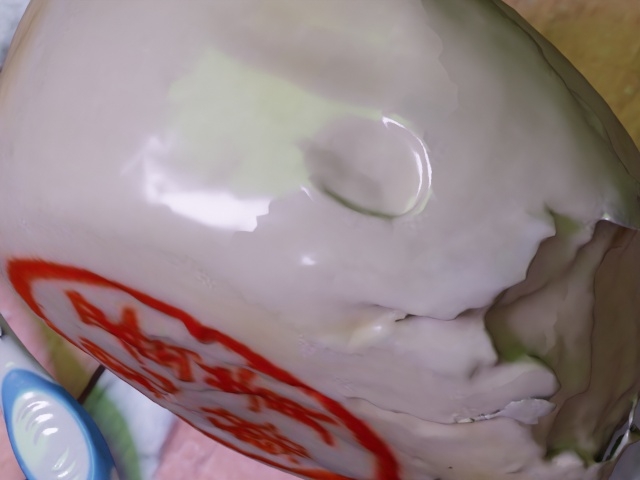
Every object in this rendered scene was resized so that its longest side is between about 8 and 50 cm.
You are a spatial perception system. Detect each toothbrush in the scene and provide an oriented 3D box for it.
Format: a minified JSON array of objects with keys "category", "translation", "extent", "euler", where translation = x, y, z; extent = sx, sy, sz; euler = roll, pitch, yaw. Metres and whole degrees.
[{"category":"toothbrush","translation":[-0.105,0.093,0.674],"extent":[0.040,0.040,0.386],"euler":[-37,52,1]}]

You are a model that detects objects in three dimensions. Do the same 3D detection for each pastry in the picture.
[{"category":"pastry","translation":[0.000,-0.001,0.561],"extent":[0.264,0.265,0.133],"euler":[13,66,31]}]
